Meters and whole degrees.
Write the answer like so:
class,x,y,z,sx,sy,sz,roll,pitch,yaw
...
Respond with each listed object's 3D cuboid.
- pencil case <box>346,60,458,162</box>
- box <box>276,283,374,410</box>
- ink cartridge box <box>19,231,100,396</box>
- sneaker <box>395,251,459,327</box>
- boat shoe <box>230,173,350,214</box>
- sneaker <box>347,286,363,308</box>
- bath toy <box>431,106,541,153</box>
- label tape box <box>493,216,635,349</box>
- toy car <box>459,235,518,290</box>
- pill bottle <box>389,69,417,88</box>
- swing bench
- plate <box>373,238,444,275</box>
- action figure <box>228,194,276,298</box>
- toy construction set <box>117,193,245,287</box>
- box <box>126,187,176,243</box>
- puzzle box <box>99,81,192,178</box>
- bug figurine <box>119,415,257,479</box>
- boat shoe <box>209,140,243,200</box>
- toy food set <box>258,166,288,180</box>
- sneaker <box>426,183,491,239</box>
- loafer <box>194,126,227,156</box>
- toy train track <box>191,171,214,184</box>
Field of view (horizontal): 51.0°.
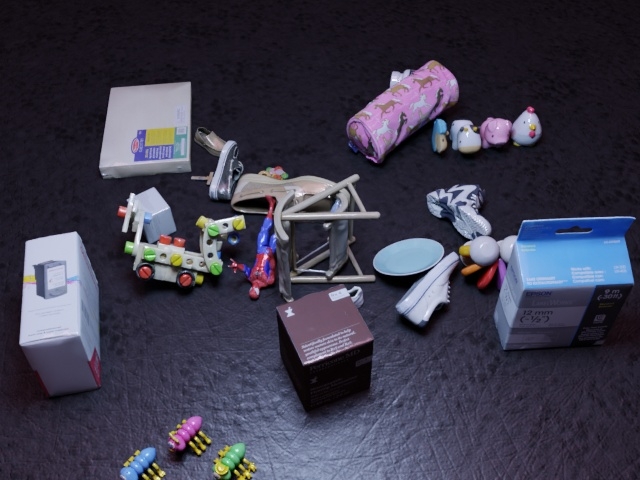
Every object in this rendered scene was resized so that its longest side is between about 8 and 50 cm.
class,x,y,z,sx,sy,sz,roll,pitch,yaw
pencil case,0.260,-0.399,2.079,0.386,0.167,0.160,-39,78,-21
box,0.009,0.241,1.509,0.168,0.203,0.167,-18,51,-14
ink cartridge box,-0.597,0.170,1.561,0.131,0.226,0.306,-11,48,-11
sneaker,0.286,0.127,1.699,0.091,0.094,0.258,48,55,0
boat shoe,-0.084,-0.106,1.886,0.341,0.122,0.110,5,52,19
sneaker,0.041,0.158,1.678,0.152,0.061,0.054,-28,56,-21
bath toy,0.522,-0.340,2.076,0.348,0.129,0.151,-7,48,-6
label tape box,0.556,0.105,1.529,0.249,0.348,0.115,-2,48,-2
toy car,0.448,0.061,1.724,0.182,0.159,0.136,0,83,-1
pill bottle,0.323,-0.525,2.263,0.169,0.094,0.094,9,49,8
swing bench,0.000,0.000,1.691,0.254,0.253,0.165,-14,49,-13
plate,0.232,0.050,1.763,0.188,0.024,0.188,-13,25,6
action figure,-0.150,0.008,1.726,0.091,0.139,0.280,7,74,17
toy construction set,-0.370,0.001,1.717,0.327,0.215,0.151,15,7,-4
box,-0.466,-0.069,1.857,0.087,0.102,0.101,-29,54,-21
puzzle box,-0.549,-0.360,2.151,0.272,0.052,0.409,-5,48,-4
bug figurine,-0.272,0.477,1.387,0.279,0.072,0.216,25,53,22
boat shoe,-0.268,-0.205,2.000,0.070,0.078,0.219,7,57,7
toy food set,-0.140,-0.191,2.018,0.082,0.020,0.083,-34,56,-27
sneaker,0.423,-0.094,1.863,0.153,0.094,0.235,-27,31,-20
loafer,-0.341,-0.309,2.105,0.148,0.050,0.056,27,54,23
toy train track,-0.347,-0.184,2.019,0.083,0.014,0.048,4,55,11
